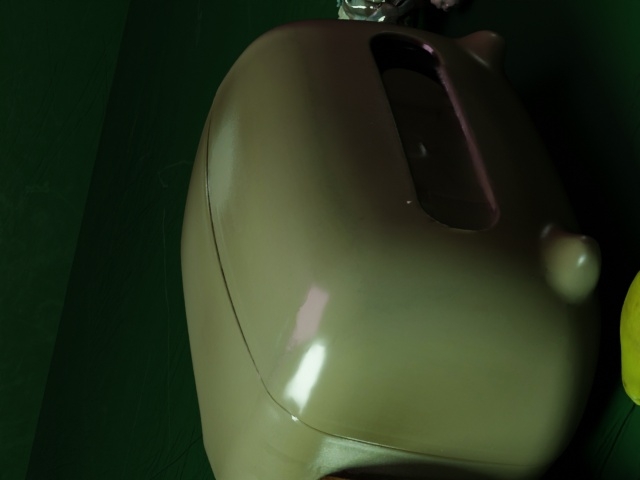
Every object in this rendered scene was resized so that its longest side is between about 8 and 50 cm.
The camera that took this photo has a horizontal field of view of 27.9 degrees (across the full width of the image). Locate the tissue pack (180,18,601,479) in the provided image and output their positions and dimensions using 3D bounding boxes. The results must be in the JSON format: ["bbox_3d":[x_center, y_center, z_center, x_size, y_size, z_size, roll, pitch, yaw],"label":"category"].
[{"bbox_3d":[0.043,0.009,0.963,0.387,0.267,0.277,-102,28,-48],"label":"tissue pack"}]

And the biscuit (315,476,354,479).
[{"bbox_3d":[0.066,0.303,0.869,0.049,0.205,0.324,-50,-26,-42],"label":"biscuit"}]

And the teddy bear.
[{"bbox_3d":[0.056,-0.240,1.265,0.213,0.111,0.133,-46,35,51],"label":"teddy bear"}]

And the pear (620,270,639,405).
[{"bbox_3d":[0.224,0.047,0.731,0.131,0.107,0.107,-65,23,3],"label":"pear"}]
